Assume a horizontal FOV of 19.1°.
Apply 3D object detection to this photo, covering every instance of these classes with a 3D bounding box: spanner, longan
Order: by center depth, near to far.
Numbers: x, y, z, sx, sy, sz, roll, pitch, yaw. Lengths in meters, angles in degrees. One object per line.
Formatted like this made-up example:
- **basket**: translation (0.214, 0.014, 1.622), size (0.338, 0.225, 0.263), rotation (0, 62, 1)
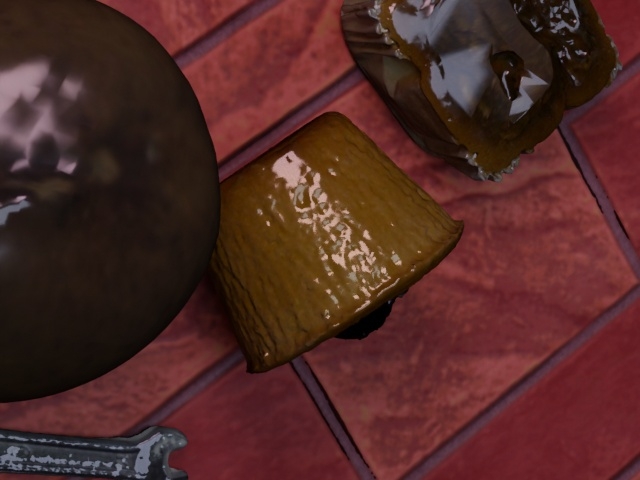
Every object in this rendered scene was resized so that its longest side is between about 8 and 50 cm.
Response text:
- **longan**: translation (-0.227, -0.032, 1.359), size (0.319, 0.319, 0.318), rotation (-2, 95, -27)
- **spanner**: translation (-0.243, 0.168, 1.522), size (0.302, 0.017, 0.071), rotation (6, 91, -26)

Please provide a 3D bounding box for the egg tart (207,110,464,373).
- **egg tart**: translation (0.000, 0.000, 1.539), size (0.215, 0.215, 0.170), rotation (-34, 94, -21)

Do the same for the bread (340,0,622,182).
- **bread**: translation (0.139, -0.174, 1.640), size (0.192, 0.110, 0.210), rotation (-41, 110, -17)
